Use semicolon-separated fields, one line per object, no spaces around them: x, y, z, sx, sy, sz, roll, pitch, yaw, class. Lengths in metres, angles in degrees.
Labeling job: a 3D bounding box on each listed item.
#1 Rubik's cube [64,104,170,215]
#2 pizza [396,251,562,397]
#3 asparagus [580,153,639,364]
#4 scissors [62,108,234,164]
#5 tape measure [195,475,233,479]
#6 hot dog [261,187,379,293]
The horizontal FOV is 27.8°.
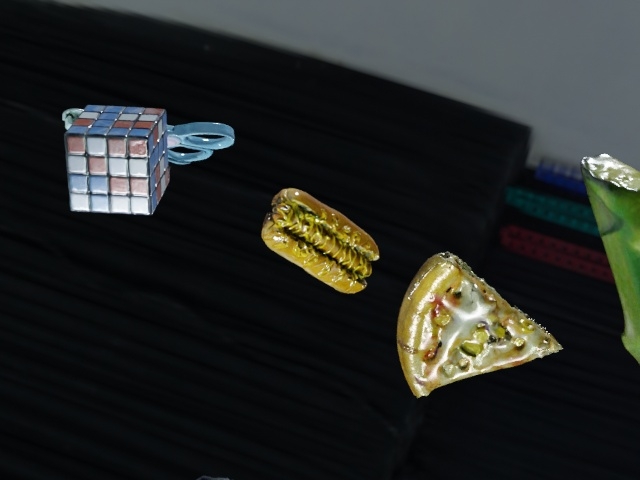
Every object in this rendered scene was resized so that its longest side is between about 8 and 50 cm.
-0.219;-0.088;1.403;0.092;0.092;0.092;-75;167;-63;Rubik's cube
0.163;0.109;1.372;0.036;0.176;0.184;-68;178;-56;pizza
0.320;0.078;1.194;0.082;0.085;0.343;-10;82;-61;asparagus
-0.250;-0.153;1.846;0.125;0.256;0.030;-25;-116;48;scissors
-0.151;0.362;1.285;0.149;0.245;0.231;30;38;-68;tape measure
0.000;0.000;1.321;0.165;0.045;0.071;33;81;-46;hot dog
